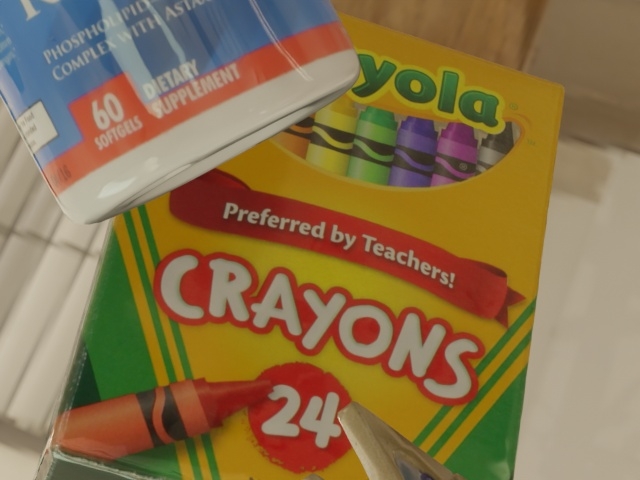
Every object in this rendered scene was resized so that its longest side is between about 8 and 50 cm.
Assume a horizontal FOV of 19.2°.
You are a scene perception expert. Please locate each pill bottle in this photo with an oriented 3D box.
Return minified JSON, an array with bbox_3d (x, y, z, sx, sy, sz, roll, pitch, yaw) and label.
[{"bbox_3d":[-0.087,-0.128,0.684,0.221,0.124,0.124,61,150,-1],"label":"pill bottle"}]

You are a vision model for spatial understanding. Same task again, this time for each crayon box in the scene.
[{"bbox_3d":[0.000,0.000,0.895,0.202,0.319,0.081,16,147,-8],"label":"crayon box"}]

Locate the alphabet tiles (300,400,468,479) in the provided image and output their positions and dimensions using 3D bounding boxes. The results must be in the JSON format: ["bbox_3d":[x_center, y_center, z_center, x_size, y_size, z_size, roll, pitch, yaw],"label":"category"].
[{"bbox_3d":[0.117,0.187,0.508,0.342,0.011,0.285,39,-165,-45],"label":"alphabet tiles"}]
